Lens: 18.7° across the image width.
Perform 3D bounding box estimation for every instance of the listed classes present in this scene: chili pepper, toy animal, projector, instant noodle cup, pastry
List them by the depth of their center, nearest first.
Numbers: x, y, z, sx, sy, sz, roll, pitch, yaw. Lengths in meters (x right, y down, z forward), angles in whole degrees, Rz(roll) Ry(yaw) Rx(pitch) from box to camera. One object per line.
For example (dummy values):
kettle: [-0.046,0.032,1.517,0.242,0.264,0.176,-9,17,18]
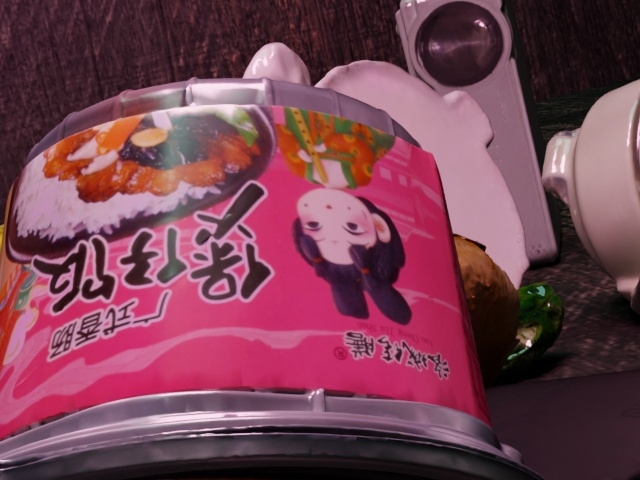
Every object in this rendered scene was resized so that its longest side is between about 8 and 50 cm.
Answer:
instant noodle cup: [-0.037,0.047,0.805,0.302,0.181,0.258,20,-34,-40]
pastry: [0.050,0.059,1.141,0.153,0.153,0.081,-16,50,-20]
chili pepper: [0.081,0.078,1.275,0.182,0.050,0.073,-17,16,-11]
toy animal: [0.000,0.000,1.447,0.265,0.272,0.206,-35,20,42]
projector: [0.141,-0.108,1.728,0.099,0.256,0.192,-12,8,9]

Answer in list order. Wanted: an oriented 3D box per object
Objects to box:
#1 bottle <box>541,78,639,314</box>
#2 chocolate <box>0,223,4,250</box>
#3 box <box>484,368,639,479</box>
bottle: [0.310,-0.063,1.318,0.352,0.229,0.229,-13,6,41]
chocolate: [-0.276,0.082,1.366,0.289,0.137,0.301,-21,5,30]
box: [0.109,0.111,1.019,0.201,0.042,0.212,-7,10,34]
